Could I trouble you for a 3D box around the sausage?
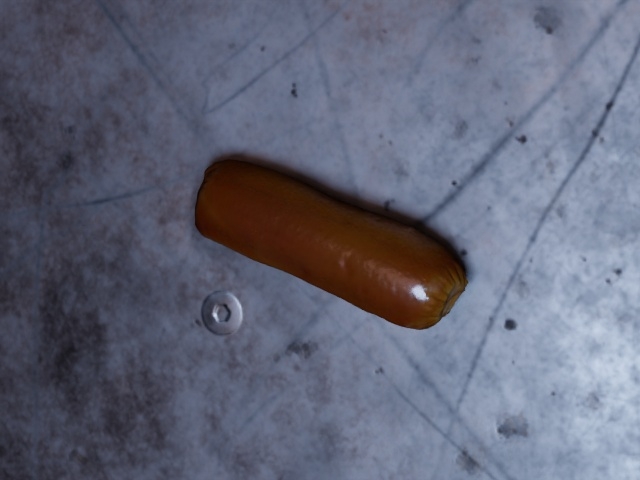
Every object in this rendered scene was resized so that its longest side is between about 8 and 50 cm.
[{"bbox_3d":[0.000,0.000,1.303,0.300,0.083,0.089,22,114,21],"label":"sausage"}]
